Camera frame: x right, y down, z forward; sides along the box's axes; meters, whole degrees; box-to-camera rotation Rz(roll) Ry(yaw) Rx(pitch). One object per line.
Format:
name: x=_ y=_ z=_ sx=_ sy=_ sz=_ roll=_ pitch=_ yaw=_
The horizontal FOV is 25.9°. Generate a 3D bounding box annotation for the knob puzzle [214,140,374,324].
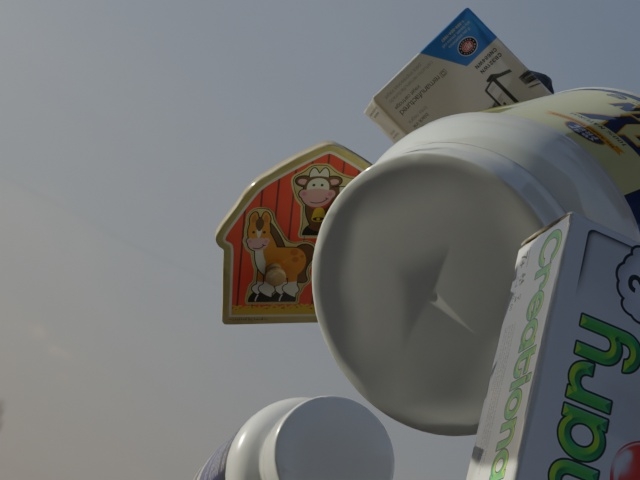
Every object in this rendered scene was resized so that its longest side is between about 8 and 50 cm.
knob puzzle: x=0.000 y=0.000 z=1.274 sx=0.213 sy=0.213 sz=0.030 roll=33 pitch=22 yaw=-27

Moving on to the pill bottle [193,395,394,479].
pill bottle: x=-0.017 y=0.146 z=0.815 sx=0.094 sy=0.094 sz=0.169 roll=26 pitch=-27 yaw=-7

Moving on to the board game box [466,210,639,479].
board game box: x=0.142 y=0.161 z=0.555 sx=0.193 sy=0.305 sz=0.053 roll=23 pitch=-27 yaw=-13

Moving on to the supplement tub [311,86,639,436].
supplement tub: x=0.163 y=0.010 z=1.071 sx=0.235 sy=0.235 sz=0.325 roll=12 pitch=16 yaw=31

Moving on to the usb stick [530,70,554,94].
usb stick: x=0.232 y=-0.116 z=1.821 sx=0.077 sy=0.278 sz=0.045 roll=19 pitch=-30 yaw=14

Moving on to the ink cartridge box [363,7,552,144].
ink cartridge box: x=0.171 y=-0.122 z=1.489 sx=0.203 sy=0.148 sz=0.086 roll=45 pitch=-8 yaw=0
